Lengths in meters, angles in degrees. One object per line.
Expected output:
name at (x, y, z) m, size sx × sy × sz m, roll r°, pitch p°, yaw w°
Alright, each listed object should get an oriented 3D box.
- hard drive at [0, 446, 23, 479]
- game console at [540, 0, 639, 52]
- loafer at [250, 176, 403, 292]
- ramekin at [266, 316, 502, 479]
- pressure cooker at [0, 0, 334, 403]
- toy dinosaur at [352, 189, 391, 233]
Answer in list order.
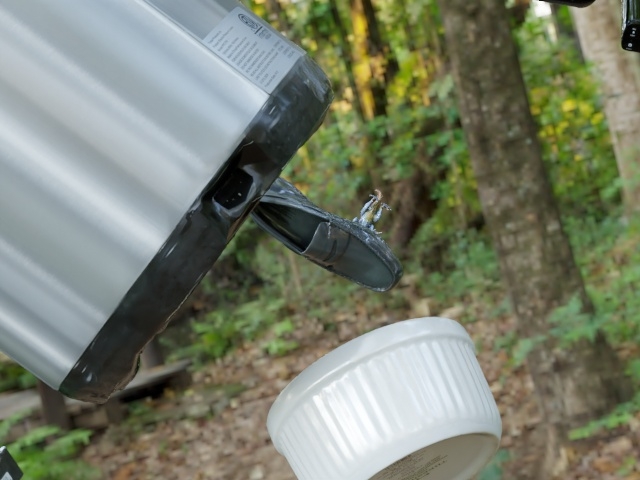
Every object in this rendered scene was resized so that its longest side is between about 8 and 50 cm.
hard drive at (-0.605, 0.422, 1.747) m, size 0.339 × 0.064 × 0.237 m, roll -24°, pitch 17°, yaw 20°
game console at (0.310, -0.300, 1.458) m, size 0.361 × 0.044 × 0.213 m, roll 10°, pitch 40°, yaw 5°
loafer at (0.000, 0.000, 1.551) m, size 0.076 × 0.223 × 0.078 m, roll -57°, pitch -1°, yaw 28°
ramekin at (0.065, 0.173, 1.130) m, size 0.207 × 0.109 × 0.207 m, roll -20°, pitch -30°, yaw -12°
pressure cooker at (-0.245, -0.117, 1.057) m, size 0.375 × 0.420 × 0.370 m, roll -54°, pitch 6°, yaw -7°
toy dinosaur at (0.073, -0.024, 1.890) m, size 0.082 × 0.047 × 0.090 m, roll -57°, pitch -4°, yaw 21°
